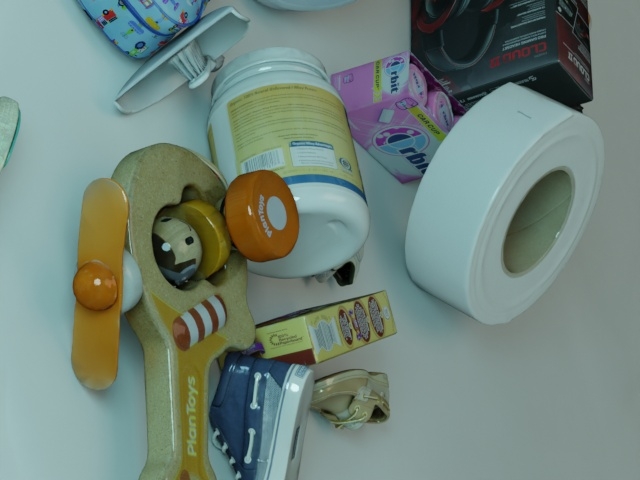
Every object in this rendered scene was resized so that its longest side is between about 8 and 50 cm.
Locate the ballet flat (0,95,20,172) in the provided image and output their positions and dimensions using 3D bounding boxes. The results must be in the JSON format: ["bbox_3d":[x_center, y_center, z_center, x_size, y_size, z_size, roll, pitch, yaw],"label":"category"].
[{"bbox_3d":[-0.280,-0.059,1.333,0.052,0.057,0.168,37,45,-35],"label":"ballet flat"}]

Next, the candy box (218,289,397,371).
[{"bbox_3d":[-0.012,0.096,1.687,0.186,0.109,0.053,-17,91,-62],"label":"candy box"}]

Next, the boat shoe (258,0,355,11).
[{"bbox_3d":[0.023,-0.372,1.960,0.367,0.156,0.136,-36,117,-30],"label":"boat shoe"}]

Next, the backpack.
[{"bbox_3d":[-0.159,-0.268,1.589,0.158,0.116,0.173,53,38,-34],"label":"backpack"}]

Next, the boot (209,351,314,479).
[{"bbox_3d":[-0.065,0.201,1.595,0.069,0.086,0.190,-16,119,-74],"label":"boot"}]

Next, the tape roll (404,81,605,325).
[{"bbox_3d":[0.228,-0.043,2.040,0.286,0.100,0.286,-35,141,-34],"label":"tape roll"}]

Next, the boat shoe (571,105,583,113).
[{"bbox_3d":[0.357,-0.177,2.532,0.223,0.080,0.073,-10,80,-67],"label":"boat shoe"}]

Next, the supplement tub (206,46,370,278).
[{"bbox_3d":[-0.036,-0.078,1.670,0.144,0.144,0.200,36,35,-50],"label":"supplement tub"}]

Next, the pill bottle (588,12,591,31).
[{"bbox_3d":[0.309,-0.379,2.488,0.216,0.121,0.121,54,34,-34],"label":"pill bottle"}]

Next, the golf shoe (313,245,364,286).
[{"bbox_3d":[0.000,0.000,1.805,0.176,0.069,0.086,23,63,-55],"label":"golf shoe"}]

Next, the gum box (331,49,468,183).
[{"bbox_3d":[0.105,-0.143,2.016,0.188,0.107,0.062,39,44,-48],"label":"gum box"}]

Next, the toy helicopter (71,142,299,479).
[{"bbox_3d":[-0.133,0.086,1.449,0.235,0.140,0.355,21,62,-56],"label":"toy helicopter"}]

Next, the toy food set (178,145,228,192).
[{"bbox_3d":[-0.123,-0.060,1.594,0.020,0.082,0.083,-57,136,-27],"label":"toy food set"}]

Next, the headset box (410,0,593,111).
[{"bbox_3d":[0.235,-0.273,2.199,0.110,0.218,0.293,37,46,-47],"label":"headset box"}]

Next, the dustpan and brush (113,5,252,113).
[{"bbox_3d":[-0.120,-0.176,1.635,0.060,0.147,0.211,51,10,-14],"label":"dustpan and brush"}]

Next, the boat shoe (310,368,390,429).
[{"bbox_3d":[0.033,0.172,1.780,0.170,0.063,0.059,8,64,-61],"label":"boat shoe"}]
